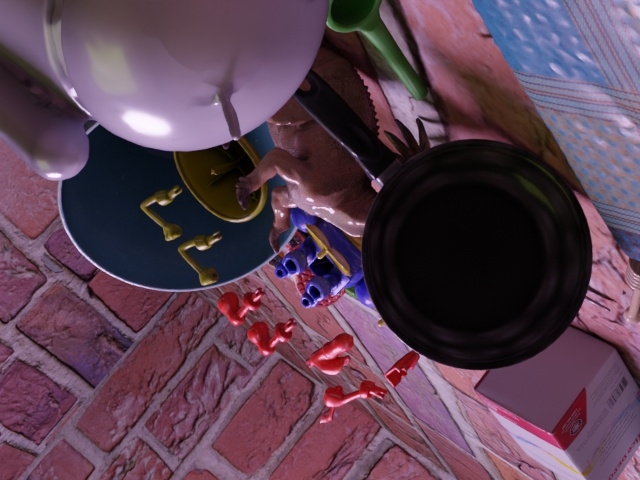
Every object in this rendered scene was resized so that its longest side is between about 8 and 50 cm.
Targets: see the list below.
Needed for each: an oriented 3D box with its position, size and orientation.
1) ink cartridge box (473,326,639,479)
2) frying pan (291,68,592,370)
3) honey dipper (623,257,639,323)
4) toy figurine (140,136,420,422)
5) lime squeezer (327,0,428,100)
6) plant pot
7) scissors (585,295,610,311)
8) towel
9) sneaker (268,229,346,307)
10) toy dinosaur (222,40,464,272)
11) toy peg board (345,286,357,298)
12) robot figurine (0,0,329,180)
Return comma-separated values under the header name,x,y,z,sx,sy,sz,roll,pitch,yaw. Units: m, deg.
name,x,y,z,sx,sy,sz,roll,pitch,yaw
ink cartridge box,0.297,0.198,1.183,0.127,0.128,0.176,25,161,48
frying pan,0.072,-0.012,0.843,0.326,0.197,0.053,22,174,0
honey dipper,0.292,0.049,0.902,0.030,0.030,0.160,34,168,24
toy figurine,0.000,0.000,1.145,0.362,0.217,0.191,47,131,8
lime squeezer,-0.004,-0.210,0.777,0.310,0.059,0.110,43,167,-21
plant pot,-0.173,-0.108,1.226,0.290,0.290,0.195,49,-162,-38
scissors,0.179,0.003,1.077,0.297,0.021,0.109,27,161,49
towel,0.242,-0.067,0.620,0.271,0.040,0.370,26,164,49
sneaker,-0.031,0.028,1.681,0.225,0.088,0.092,48,-175,-34
toy dinosaur,0.014,-0.102,0.929,0.127,0.201,0.295,-56,-54,-83
toy peg board,0.046,0.052,1.503,0.161,0.079,0.160,31,165,34
robot figurine,-0.137,-0.188,0.683,0.353,0.299,0.200,33,-176,32
